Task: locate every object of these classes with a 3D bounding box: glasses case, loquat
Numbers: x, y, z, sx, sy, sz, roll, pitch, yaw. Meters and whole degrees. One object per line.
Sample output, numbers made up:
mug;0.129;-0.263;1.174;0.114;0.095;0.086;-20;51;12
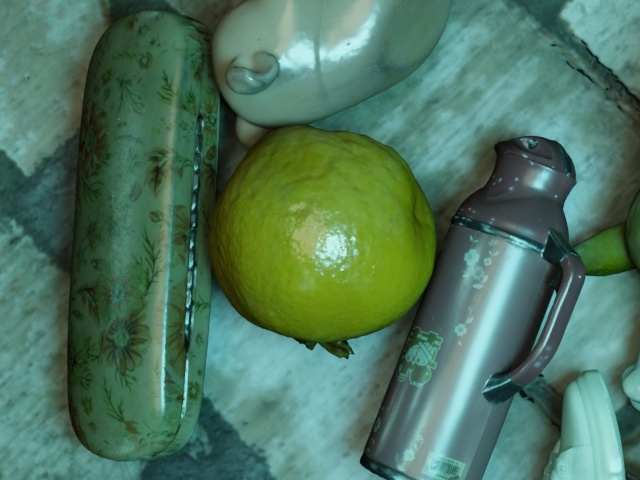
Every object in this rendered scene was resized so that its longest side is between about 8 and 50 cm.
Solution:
glasses case;-0.168;-0.007;1.158;0.156;0.098;0.425;-4;81;46
loquat;0.000;0.000;1.086;0.208;0.208;0.208;-1;83;12

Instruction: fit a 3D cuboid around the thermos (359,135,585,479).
thermos;0.146;0.063;1.080;0.109;0.136;0.330;21;88;-7

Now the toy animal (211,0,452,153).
toy animal;0.012;-0.195;1.122;0.250;0.166;0.154;-38;58;-9

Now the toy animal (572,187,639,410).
toy animal;0.348;-0.034;1.043;0.181;0.180;0.363;51;139;32

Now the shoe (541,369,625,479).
shoe;0.213;0.249;1.066;0.110;0.095;0.265;-7;84;12
